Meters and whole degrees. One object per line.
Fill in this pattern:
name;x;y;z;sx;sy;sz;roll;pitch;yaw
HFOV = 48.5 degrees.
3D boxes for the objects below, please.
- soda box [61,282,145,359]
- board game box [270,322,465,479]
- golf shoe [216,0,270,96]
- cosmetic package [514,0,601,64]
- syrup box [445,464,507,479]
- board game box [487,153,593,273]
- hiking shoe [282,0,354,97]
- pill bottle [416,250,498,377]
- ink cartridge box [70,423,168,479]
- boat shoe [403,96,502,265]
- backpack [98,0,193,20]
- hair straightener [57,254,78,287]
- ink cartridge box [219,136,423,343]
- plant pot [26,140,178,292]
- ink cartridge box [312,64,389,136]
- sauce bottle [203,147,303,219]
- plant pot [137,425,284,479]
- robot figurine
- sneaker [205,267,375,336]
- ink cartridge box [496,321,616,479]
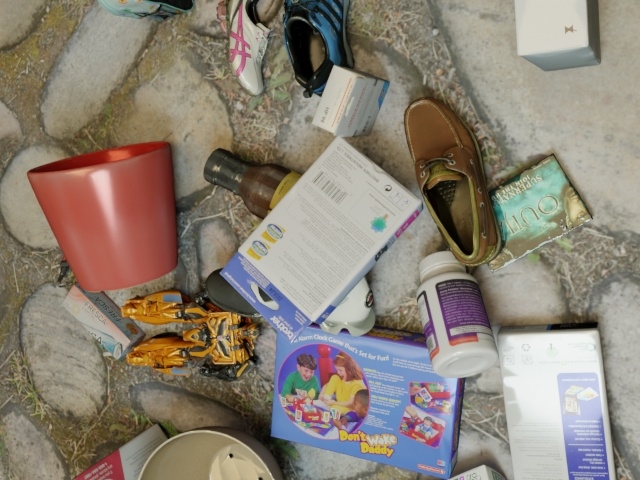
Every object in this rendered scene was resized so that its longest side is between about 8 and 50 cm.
soda box;-0.468;0.169;1.532;0.183;0.058;0.063;41;111;12
board game box;0.085;0.277;1.309;0.347;0.078;0.233;8;101;21
golf shoe;-0.131;-0.360;1.306;0.086;0.067;0.186;-12;93;22
cosmetic package;0.327;-0.439;0.988;0.097;0.284;0.377;-3;97;23
syrup box;0.222;0.493;1.258;0.237;0.093;0.096;-33;129;24
board game box;0.337;-0.043;1.185;0.186;0.026;0.126;-33;85;23
hiking shoe;-0.012;-0.397;1.216;0.113;0.132;0.304;-12;93;23
pill bottle;0.219;0.119;1.177;0.108;0.108;0.193;-25;53;24
ink cartridge box;-0.344;0.612;1.427;0.160;0.279;0.385;-41;82;23
boat shoe;0.213;-0.107;1.164;0.110;0.104;0.307;-29;76;24
backpack;-0.344;-0.494;1.307;0.144;0.188;0.166;-7;96;23
hair straightener;-0.512;0.016;1.531;0.089;0.047;0.230;36;110;14
ink cartridge box;0.000;0.000;1.181;0.186;0.065;0.311;42;89;18
plant pot;-0.397;-0.045;1.373;0.275;0.275;0.243;-4;106;23
ink cartridge box;0.047;-0.232;1.191;0.060;0.180;0.104;27;107;16
sauce bottle;-0.055;-0.073;1.295;0.344;0.111;0.111;28;107;15
plant pot;-0.185;0.485;1.380;0.284;0.191;0.284;0;91;14
robot figurine;-0.257;0.187;1.433;0.291;0.085;0.211;-2;98;23
sneaker;-0.061;0.066;1.291;0.330;0.122;0.146;7;129;18
ink cartridge box;0.399;0.307;1.193;0.165;0.065;0.333;-5;95;23
